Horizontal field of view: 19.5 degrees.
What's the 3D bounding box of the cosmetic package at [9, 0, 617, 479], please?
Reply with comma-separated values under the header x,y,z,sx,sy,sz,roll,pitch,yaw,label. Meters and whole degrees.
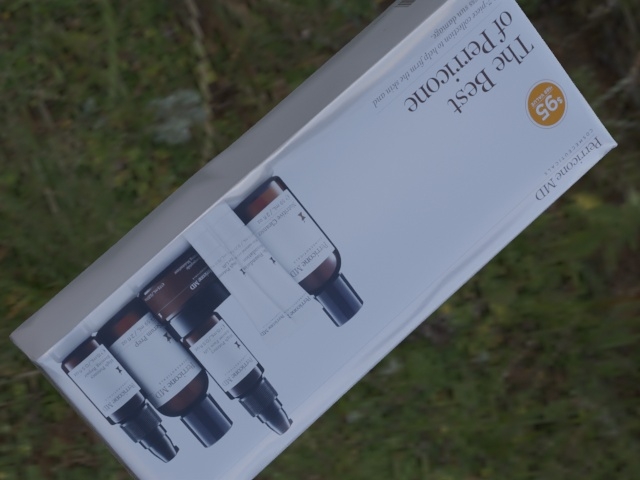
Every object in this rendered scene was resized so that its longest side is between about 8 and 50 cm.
x,y,z,sx,sy,sz,roll,pitch,yaw,label
0.000,0.000,0.751,0.239,0.060,0.099,-42,110,-11,cosmetic package
